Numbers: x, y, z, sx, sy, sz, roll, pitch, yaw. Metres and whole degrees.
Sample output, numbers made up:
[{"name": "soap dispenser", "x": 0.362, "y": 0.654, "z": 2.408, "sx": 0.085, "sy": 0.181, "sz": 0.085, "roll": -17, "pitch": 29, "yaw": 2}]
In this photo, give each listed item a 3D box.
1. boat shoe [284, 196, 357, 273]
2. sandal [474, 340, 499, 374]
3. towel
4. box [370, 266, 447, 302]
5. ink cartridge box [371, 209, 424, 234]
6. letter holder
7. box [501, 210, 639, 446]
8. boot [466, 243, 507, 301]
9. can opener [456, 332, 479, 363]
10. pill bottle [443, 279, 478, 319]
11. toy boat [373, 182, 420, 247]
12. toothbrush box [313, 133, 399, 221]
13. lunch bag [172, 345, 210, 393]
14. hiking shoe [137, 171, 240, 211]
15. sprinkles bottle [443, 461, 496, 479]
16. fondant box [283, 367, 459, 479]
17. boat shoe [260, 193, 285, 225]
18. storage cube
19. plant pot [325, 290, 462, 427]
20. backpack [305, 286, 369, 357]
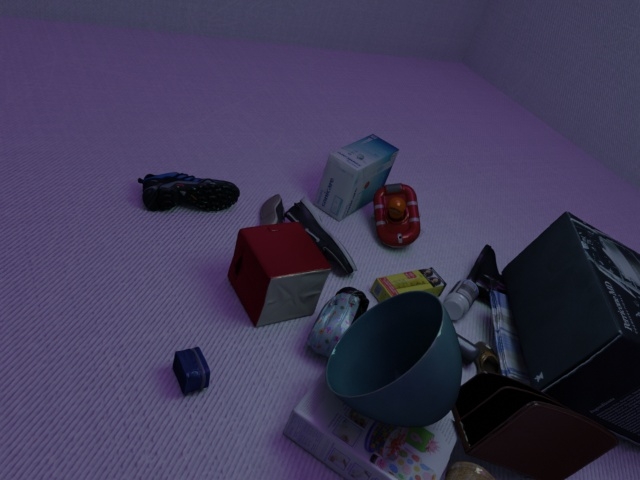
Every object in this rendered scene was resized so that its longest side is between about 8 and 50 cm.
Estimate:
[{"name": "boat shoe", "x": 0.000, "y": 0.000, "z": 1.732, "sx": 0.091, "sy": 0.114, "sz": 0.303, "roll": -37, "pitch": 62, "yaw": -3}, {"name": "sandal", "x": 0.462, "y": 0.344, "z": 1.534, "sx": 0.072, "sy": 0.049, "sz": 0.180, "roll": 20, "pitch": 36, "yaw": 0}, {"name": "towel", "x": 0.586, "y": 0.287, "z": 1.602, "sx": 0.209, "sy": 0.034, "sz": 0.285, "roll": 19, "pitch": 49, "yaw": -19}, {"name": "box", "x": 0.270, "y": 0.142, "z": 1.697, "sx": 0.232, "sy": 0.058, "sz": 0.087, "roll": -8, "pitch": 45, "yaw": -32}, {"name": "ink cartridge box", "x": 0.288, "y": -0.081, "z": 1.995, "sx": 0.181, "sy": 0.062, "sz": 0.104, "roll": 33, "pitch": 38, "yaw": 16}, {"name": "letter holder", "x": 0.482, "y": 0.400, "z": 1.255, "sx": 0.301, "sy": 0.214, "sz": 0.152, "roll": 27, "pitch": 30, "yaw": -25}, {"name": "box", "x": 0.805, "y": 0.248, "z": 1.524, "sx": 0.471, "sy": 0.297, "sz": 0.480, "roll": 25, "pitch": 36, "yaw": -14}, {"name": "boot", "x": 0.594, "y": 0.135, "z": 1.829, "sx": 0.207, "sy": 0.094, "sz": 0.246, "roll": 27, "pitch": 42, "yaw": 15}, {"name": "can opener", "x": 0.298, "y": 0.268, "z": 1.558, "sx": 0.283, "sy": 0.076, "sz": 0.095, "roll": 32, "pitch": 70, "yaw": 16}, {"name": "pill bottle", "x": 0.426, "y": 0.182, "z": 1.705, "sx": 0.078, "sy": 0.078, "sz": 0.137, "roll": 33, "pitch": 38, "yaw": 17}, {"name": "toy boat", "x": 0.255, "y": -0.095, "z": 1.864, "sx": 0.150, "sy": 0.151, "sz": 0.231, "roll": -7, "pitch": 71, "yaw": 6}, {"name": "toothbrush box", "x": 0.128, "y": -0.229, "z": 1.981, "sx": 0.126, "sy": 0.217, "sz": 0.295, "roll": 35, "pitch": 38, "yaw": 20}, {"name": "lunch bag", "x": -0.284, "y": 0.284, "z": 1.239, "sx": 0.065, "sy": 0.067, "sz": 0.098, "roll": -6, "pitch": 42, "yaw": -32}, {"name": "hiking shoe", "x": -0.403, "y": -0.169, "z": 1.736, "sx": 0.303, "sy": 0.113, "sz": 0.132, "roll": -1, "pitch": 41, "yaw": -26}, {"name": "sprinkles bottle", "x": 0.236, "y": 0.582, "z": 1.052, "sx": 0.121, "sy": 0.121, "sz": 0.355, "roll": 32, "pitch": 37, "yaw": 17}, {"name": "fondant box", "x": 0.119, "y": 0.419, "z": 1.234, "sx": 0.330, "sy": 0.096, "sz": 0.238, "roll": 30, "pitch": 36, "yaw": 15}, {"name": "boat shoe", "x": -0.149, "y": -0.079, "z": 1.805, "sx": 0.065, "sy": 0.075, "sz": 0.206, "roll": 54, "pitch": 17, "yaw": -28}, {"name": "storage cube", "x": -0.111, "y": 0.085, "z": 1.483, "sx": 0.214, "sy": 0.184, "sz": 0.193, "roll": -7, "pitch": 44, "yaw": -32}, {"name": "plant pot", "x": 0.183, "y": 0.276, "z": 1.178, "sx": 0.195, "sy": 0.290, "sz": 0.290, "roll": 51, "pitch": 31, "yaw": -19}, {"name": "backpack", "x": 0.042, "y": 0.221, "z": 1.433, "sx": 0.115, "sy": 0.152, "sz": 0.182, "roll": 21, "pitch": 46, "yaw": 13}]
